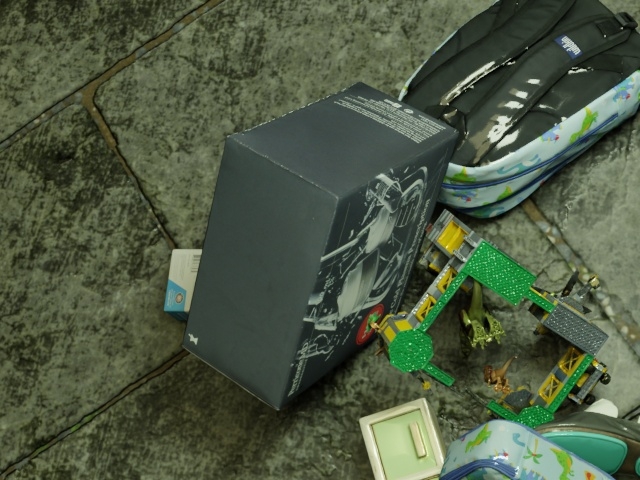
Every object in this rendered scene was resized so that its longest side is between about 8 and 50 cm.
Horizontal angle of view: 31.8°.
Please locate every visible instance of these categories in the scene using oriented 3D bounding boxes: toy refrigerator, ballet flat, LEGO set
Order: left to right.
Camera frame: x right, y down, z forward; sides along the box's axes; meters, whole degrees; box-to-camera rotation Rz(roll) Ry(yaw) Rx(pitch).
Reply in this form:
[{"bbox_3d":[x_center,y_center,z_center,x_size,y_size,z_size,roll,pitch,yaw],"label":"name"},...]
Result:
[{"bbox_3d":[0.142,0.366,1.559,0.102,0.094,0.270,-19,66,8],"label":"toy refrigerator"},{"bbox_3d":[0.226,0.113,1.567,0.331,0.192,0.255,25,100,-17],"label":"LEGO set"},{"bbox_3d":[0.409,0.271,1.504,0.280,0.095,0.096,13,40,-3],"label":"ballet flat"}]

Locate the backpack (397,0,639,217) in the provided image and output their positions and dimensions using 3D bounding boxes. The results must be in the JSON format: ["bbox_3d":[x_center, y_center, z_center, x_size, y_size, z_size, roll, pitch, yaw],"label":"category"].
[{"bbox_3d":[0.279,-0.201,1.669,0.355,0.273,0.290,-35,65,-24],"label":"backpack"}]

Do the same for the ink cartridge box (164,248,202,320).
[{"bbox_3d":[-0.146,0.071,1.766,0.181,0.061,0.104,0,70,16],"label":"ink cartridge box"}]

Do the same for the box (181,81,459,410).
[{"bbox_3d":[0.000,0.000,1.538,0.179,0.312,0.343,31,125,23],"label":"box"}]

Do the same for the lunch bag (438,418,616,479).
[{"bbox_3d":[0.270,0.330,1.463,0.219,0.176,0.090,31,57,-9],"label":"lunch bag"}]
